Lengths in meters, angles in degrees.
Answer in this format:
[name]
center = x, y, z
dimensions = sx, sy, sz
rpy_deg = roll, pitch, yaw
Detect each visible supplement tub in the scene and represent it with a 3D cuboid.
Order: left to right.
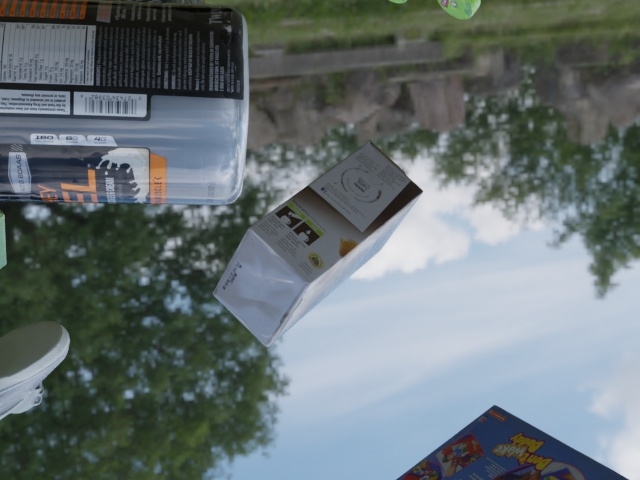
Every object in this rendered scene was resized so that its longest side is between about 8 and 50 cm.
[supplement tub]
center = -0.229, -0.130, 1.004
dimensions = 0.316, 0.193, 0.193
rpy_deg = 1, -168, -7

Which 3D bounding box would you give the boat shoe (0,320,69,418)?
[boat shoe]
center = -0.392, 0.179, 1.334
dimensions = 0.228, 0.081, 0.079
rpy_deg = -31, -138, 15

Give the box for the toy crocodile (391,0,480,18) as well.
[toy crocodile]
center = 0.172, -0.422, 1.605
dimensions = 0.341, 0.105, 0.115
rpy_deg = 24, -112, 40

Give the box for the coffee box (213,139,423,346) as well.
[coffee box]
center = 0.000, 0.000, 1.296
dimensions = 0.098, 0.141, 0.246
rpy_deg = 43, -132, 9

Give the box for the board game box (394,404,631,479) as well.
[board game box]
center = 0.204, 0.328, 1.236
dimensions = 0.233, 0.078, 0.347
rpy_deg = -35, -167, -10

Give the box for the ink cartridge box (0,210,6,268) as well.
[ink cartridge box]
center = -0.579, -0.059, 1.550
dimensions = 0.097, 0.255, 0.189
rpy_deg = -43, 172, -28

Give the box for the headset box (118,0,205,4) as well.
[headset box]
center = -0.242, -0.263, 1.554
dimensions = 0.131, 0.283, 0.246
rpy_deg = -11, 168, 7
